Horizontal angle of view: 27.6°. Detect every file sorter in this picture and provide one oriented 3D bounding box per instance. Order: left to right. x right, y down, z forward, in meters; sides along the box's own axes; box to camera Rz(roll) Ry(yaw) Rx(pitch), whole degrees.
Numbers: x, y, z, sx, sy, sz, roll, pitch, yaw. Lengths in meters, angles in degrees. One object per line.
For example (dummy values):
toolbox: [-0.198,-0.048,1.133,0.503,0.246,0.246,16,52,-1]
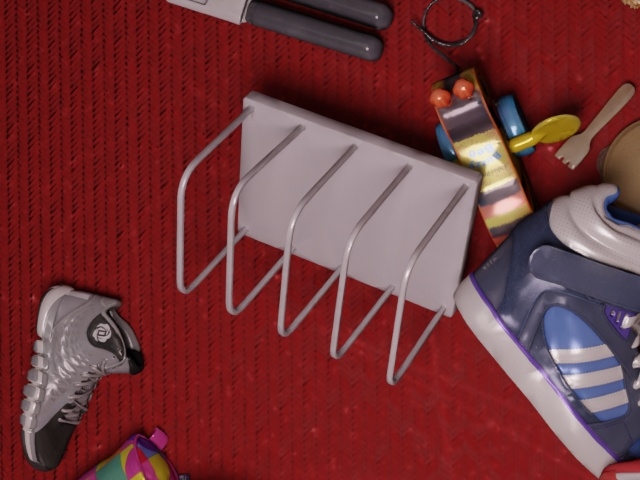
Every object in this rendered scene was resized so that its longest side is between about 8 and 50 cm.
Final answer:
file sorter: [0.000,0.000,1.388,0.278,0.173,0.192,22,132,19]

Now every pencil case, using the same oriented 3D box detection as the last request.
pencil case: [-0.272,0.328,1.564,0.236,0.104,0.104,-37,82,11]

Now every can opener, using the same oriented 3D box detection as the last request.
can opener: [-0.061,-0.276,1.487,0.284,0.095,0.076,19,97,14]

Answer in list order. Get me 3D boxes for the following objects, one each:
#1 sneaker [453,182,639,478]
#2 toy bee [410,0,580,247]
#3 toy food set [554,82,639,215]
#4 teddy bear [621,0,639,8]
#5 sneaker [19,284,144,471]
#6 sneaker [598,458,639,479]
sneaker: [0.320,0.094,1.349,0.236,0.130,0.323,-40,97,15]
toy bee: [0.156,-0.115,1.399,0.195,0.162,0.298,-43,81,14]
toy food set: [0.365,-0.071,1.410,0.192,0.038,0.132,44,96,18]
teddy bear: [0.421,-0.371,1.358,0.245,0.113,0.338,35,93,5]
sneaker: [-0.281,0.172,1.567,0.132,0.086,0.228,7,92,13]
sneaker: [0.386,0.210,1.329,0.221,0.087,0.128,3,58,-6]
